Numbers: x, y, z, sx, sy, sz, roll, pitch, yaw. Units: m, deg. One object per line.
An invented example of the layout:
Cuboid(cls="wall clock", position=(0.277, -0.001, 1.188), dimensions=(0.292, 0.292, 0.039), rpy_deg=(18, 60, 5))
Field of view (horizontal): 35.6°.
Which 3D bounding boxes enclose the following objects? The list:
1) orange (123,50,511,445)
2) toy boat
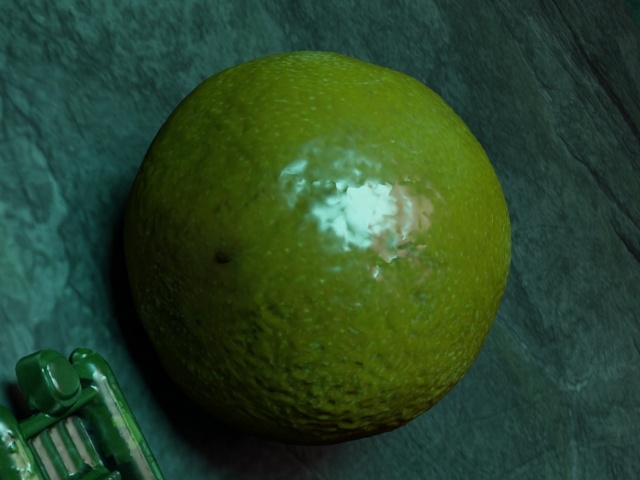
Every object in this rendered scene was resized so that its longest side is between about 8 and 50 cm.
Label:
Cuboid(cls="orange", position=(0.000, 0.000, 0.654), dimensions=(0.264, 0.264, 0.264), rpy_deg=(32, 45, -39))
Cuboid(cls="toy boat", position=(-0.116, 0.158, 0.550), dimensions=(0.104, 0.052, 0.210), rpy_deg=(-28, 91, -59))
